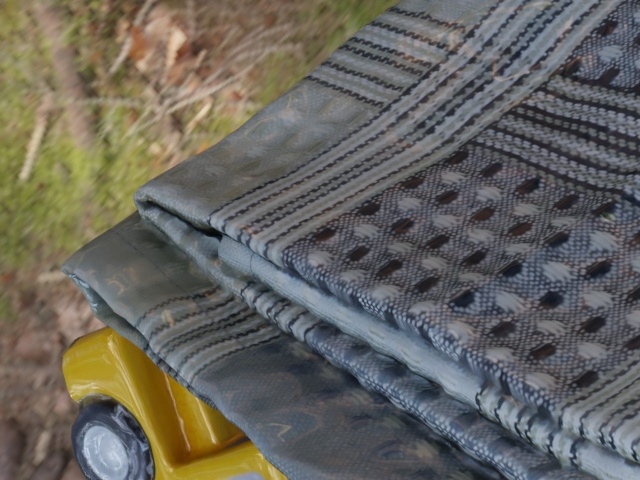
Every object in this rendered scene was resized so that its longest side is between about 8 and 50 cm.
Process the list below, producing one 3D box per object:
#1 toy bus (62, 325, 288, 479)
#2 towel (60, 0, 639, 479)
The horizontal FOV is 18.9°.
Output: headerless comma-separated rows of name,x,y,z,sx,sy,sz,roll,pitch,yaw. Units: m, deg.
toy bus,0.008,0.174,0.872,0.130,0.108,0.332,-22,91,43
towel,0.105,-0.035,0.555,0.324,0.312,0.056,-39,126,-15
